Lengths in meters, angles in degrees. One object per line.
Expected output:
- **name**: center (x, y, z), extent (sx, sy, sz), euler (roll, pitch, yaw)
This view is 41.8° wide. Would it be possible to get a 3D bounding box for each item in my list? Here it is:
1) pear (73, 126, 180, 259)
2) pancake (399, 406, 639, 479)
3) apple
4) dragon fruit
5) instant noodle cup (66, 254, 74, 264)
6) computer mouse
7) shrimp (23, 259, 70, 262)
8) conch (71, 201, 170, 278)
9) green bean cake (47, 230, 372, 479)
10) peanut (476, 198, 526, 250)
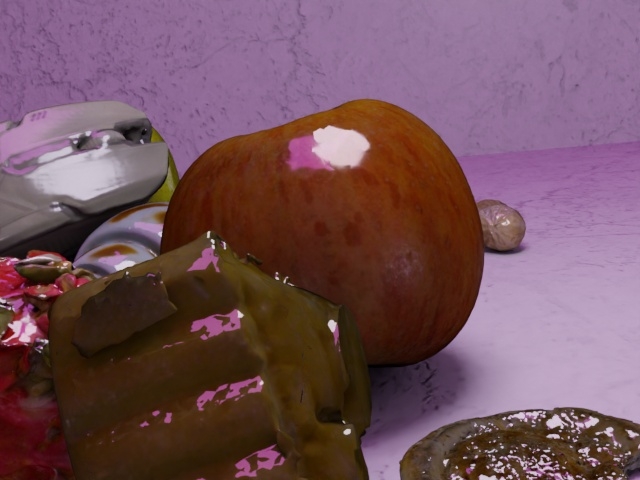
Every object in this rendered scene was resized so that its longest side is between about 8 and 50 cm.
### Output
- **pear**: center (-0.357, -0.053, 1.544), extent (0.238, 0.318, 0.342), euler (-23, -27, -10)
- **pancake**: center (0.190, 0.203, 0.737), extent (0.254, 0.037, 0.253), euler (-6, 12, 1)
- **apple**: center (0.000, 0.000, 1.019), extent (0.400, 0.333, 0.400), euler (-8, -10, -1)
- **dragon fruit**: center (-0.304, 0.145, 0.775), extent (0.303, 0.237, 0.231), euler (-37, 17, 21)
- **instant noodle cup**: center (-0.531, 0.066, 1.414), extent (0.207, 0.217, 0.217), euler (-19, 16, -26)
- **computer mouse**: center (-0.442, -0.087, 1.306), extent (0.429, 0.228, 0.145), euler (-30, -17, -19)
- **shrimp**: center (-0.491, 0.137, 1.287), extent (0.296, 0.169, 0.058), euler (-37, 49, -9)
- **conch**: center (-0.255, 0.057, 1.270), extent (0.249, 0.197, 0.368), euler (8, 40, 26)
- **green bean cake**: center (-0.047, 0.154, 0.667), extent (0.202, 0.285, 0.310), euler (-23, -15, 6)
- **peanut**: center (0.345, -0.032, 1.670), extent (0.099, 0.090, 0.214), euler (-16, 8, 3)
